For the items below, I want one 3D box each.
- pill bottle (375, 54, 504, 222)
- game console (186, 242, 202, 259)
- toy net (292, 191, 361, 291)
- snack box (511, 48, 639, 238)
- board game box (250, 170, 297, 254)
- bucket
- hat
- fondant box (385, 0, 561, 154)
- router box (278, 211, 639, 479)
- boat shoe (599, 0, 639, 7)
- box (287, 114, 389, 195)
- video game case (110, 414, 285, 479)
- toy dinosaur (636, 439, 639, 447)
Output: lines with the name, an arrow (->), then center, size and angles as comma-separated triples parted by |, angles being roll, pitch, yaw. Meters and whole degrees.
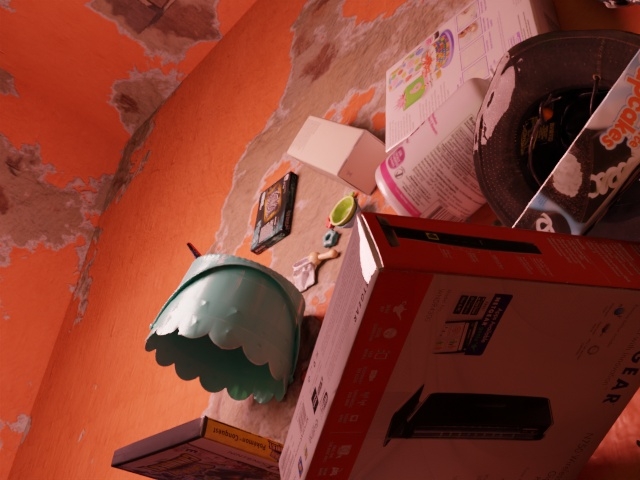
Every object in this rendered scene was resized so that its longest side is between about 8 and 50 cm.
pill bottle -> 0.234, -0.146, 1.033 | 0.283, 0.160, 0.160 | -44, 33, 24
game console -> -0.332, 0.090, 1.757 | 0.085, 0.124, 0.144 | -35, 27, -12
toy net -> 0.000, 0.000, 1.371 | 0.232, 0.045, 0.122 | -52, 30, 13
snack box -> 0.297, -0.108, 0.625 | 0.187, 0.060, 0.322 | -34, -22, -38
board game box -> -0.112, -0.067, 1.623 | 0.126, 0.026, 0.186 | -32, 39, 39
bucket -> -0.166, 0.164, 1.255 | 0.281, 0.281, 0.183 | -21, 41, 47
hat -> 0.357, -0.114, 0.827 | 0.331, 0.134, 0.331 | 29, 130, 42
fondant box -> 0.264, -0.299, 1.198 | 0.330, 0.096, 0.238 | -32, 39, 37
router box -> 0.141, 0.143, 0.648 | 0.082, 0.301, 0.336 | -107, 27, -53
boat shoe -> 0.456, -0.405, 1.016 | 0.114, 0.091, 0.303 | -6, 40, -1
box -> 0.037, -0.189, 1.441 | 0.113, 0.094, 0.275 | -58, 30, 2
video game case -> -0.160, 0.360, 1.073 | 0.274, 0.248, 0.035 | -30, 42, 40
toy dinosaur -> 0.296, 0.310, 0.571 | 0.295, 0.127, 0.200 | 32, 101, 44
